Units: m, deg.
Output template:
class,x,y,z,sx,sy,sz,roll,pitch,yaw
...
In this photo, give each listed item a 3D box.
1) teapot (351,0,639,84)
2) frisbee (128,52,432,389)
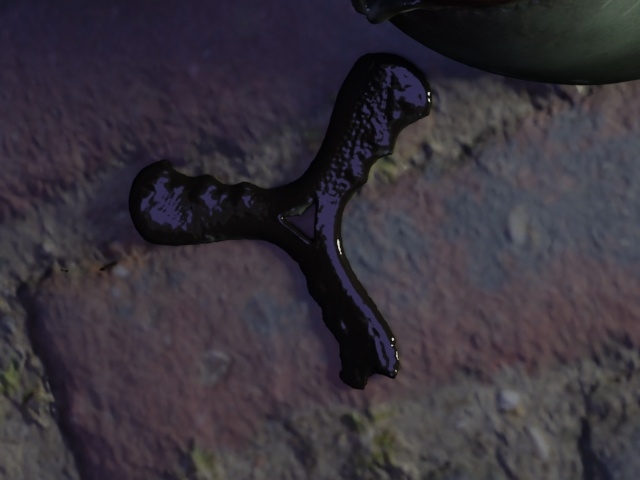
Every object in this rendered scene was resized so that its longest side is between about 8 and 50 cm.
class,x,y,z,sx,sy,sz,roll,pitch,yaw
teapot,0.132,-0.216,0.902,0.233,0.312,0.315,37,109,12
frisbee,0.000,0.000,1.146,0.211,0.012,0.187,-30,86,22
